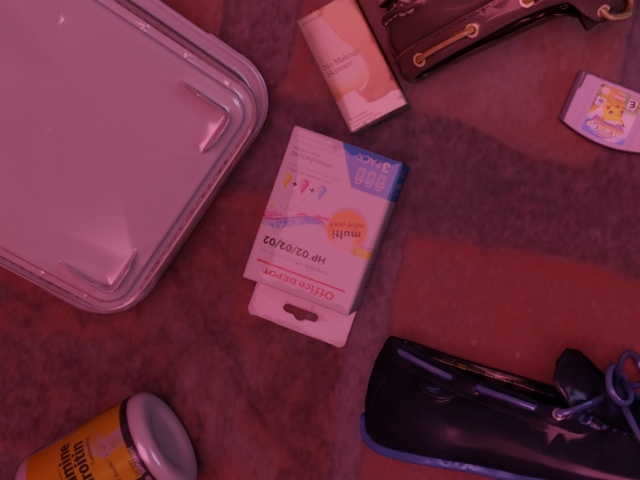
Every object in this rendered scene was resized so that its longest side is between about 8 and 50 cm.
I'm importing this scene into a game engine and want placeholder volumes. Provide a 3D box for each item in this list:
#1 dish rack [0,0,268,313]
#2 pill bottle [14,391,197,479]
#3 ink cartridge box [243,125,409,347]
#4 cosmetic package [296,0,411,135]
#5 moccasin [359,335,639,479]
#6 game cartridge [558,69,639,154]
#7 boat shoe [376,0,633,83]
[{"bbox_3d":[-0.233,-0.098,0.884,0.333,0.072,0.285,32,99,-22],"label":"dish rack"},{"bbox_3d":[-0.214,0.225,0.950,0.184,0.103,0.103,-31,85,9],"label":"pill bottle"},{"bbox_3d":[0.000,0.000,0.928,0.104,0.061,0.181,20,95,10],"label":"ink cartridge box"},{"bbox_3d":[0.031,-0.159,0.931,0.060,0.041,0.115,-28,86,10],"label":"cosmetic package"},{"bbox_3d":[0.203,0.145,0.858,0.342,0.138,0.117,6,88,9],"label":"moccasin"},{"bbox_3d":[0.256,-0.110,0.904,0.083,0.017,0.056,23,99,9],"label":"game cartridge"},{"bbox_3d":[0.208,-0.221,0.864,0.324,0.116,0.097,-15,93,14],"label":"boat shoe"}]
